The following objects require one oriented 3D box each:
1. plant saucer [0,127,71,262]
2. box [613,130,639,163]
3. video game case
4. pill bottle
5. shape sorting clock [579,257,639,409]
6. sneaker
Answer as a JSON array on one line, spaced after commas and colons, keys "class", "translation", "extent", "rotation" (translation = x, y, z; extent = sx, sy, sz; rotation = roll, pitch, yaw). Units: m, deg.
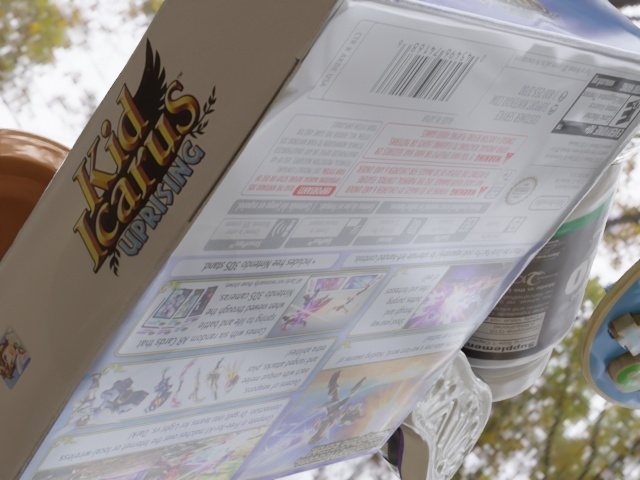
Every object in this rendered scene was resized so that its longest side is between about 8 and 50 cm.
[{"class": "plant saucer", "translation": [-0.226, 0.019, 0.975], "extent": [0.200, 0.200, 0.037], "rotation": [59, -14, -11]}, {"class": "box", "translation": [0.207, -0.097, 1.017], "extent": [0.063, 0.324, 0.067], "rotation": [-36, -98, 18]}, {"class": "video game case", "translation": [0.000, 0.000, 0.543], "extent": [0.061, 0.269, 0.244], "rotation": [46, -65, 25]}, {"class": "pill bottle", "translation": [0.185, 0.006, 1.451], "extent": [0.204, 0.204, 0.361], "rotation": [37, -30, 23]}, {"class": "shape sorting clock", "translation": [0.243, 0.035, 0.770], "extent": [0.206, 0.206, 0.040], "rotation": [106, -31, -51]}, {"class": "sneaker", "translation": [0.042, 0.128, 1.431], "extent": [0.236, 0.130, 0.323], "rotation": [32, -16, 24]}]
